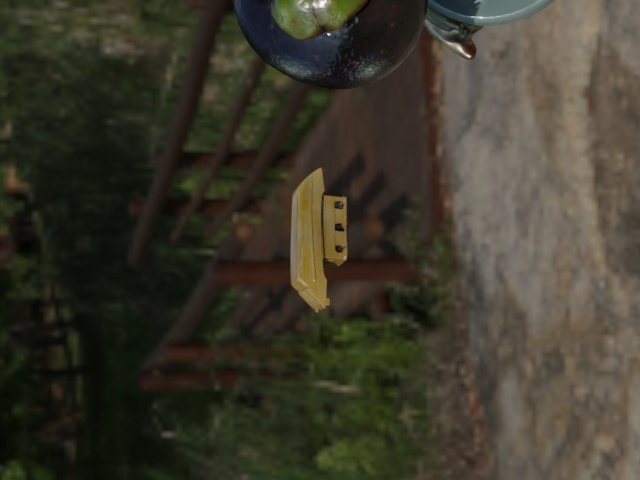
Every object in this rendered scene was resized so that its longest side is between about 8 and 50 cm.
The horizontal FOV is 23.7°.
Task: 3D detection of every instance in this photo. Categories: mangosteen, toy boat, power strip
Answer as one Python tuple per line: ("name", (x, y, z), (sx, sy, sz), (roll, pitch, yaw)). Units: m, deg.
("mangosteen", (0.008, -0.273, 1.615), (0.243, 0.243, 0.243), (-178, 90, -79))
("toy boat", (0.000, 0.000, 2.136), (0.057, 0.077, 0.200), (141, 132, -66))
("power strip", (0.172, -0.373, 1.836), (0.054, 0.167, 0.253), (-1, -109, -79))

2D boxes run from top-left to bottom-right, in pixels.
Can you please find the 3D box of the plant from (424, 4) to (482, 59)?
("plant", (0.107, -0.377, 2.061), (0.180, 0.333, 0.251), (81, -159, -52))
